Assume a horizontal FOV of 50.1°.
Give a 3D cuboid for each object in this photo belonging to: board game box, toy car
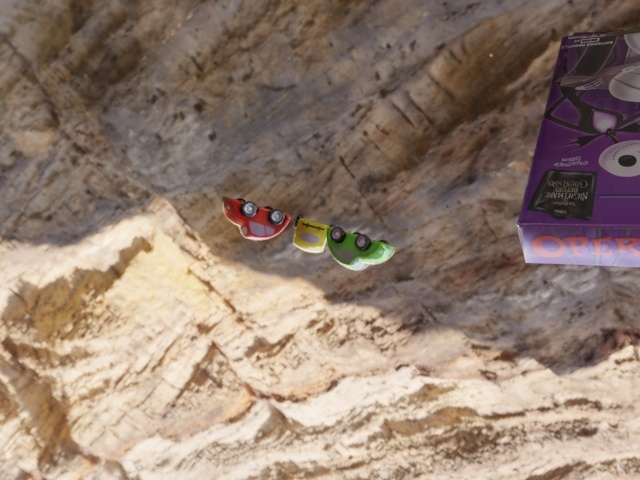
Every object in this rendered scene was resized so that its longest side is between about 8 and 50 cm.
[{"bbox_3d":[0.315,-0.070,0.420,0.347,0.056,0.208,1,-126,29],"label":"board game box"},{"bbox_3d":[0.000,0.000,0.970,0.225,0.239,0.053,18,-87,34],"label":"toy car"}]
